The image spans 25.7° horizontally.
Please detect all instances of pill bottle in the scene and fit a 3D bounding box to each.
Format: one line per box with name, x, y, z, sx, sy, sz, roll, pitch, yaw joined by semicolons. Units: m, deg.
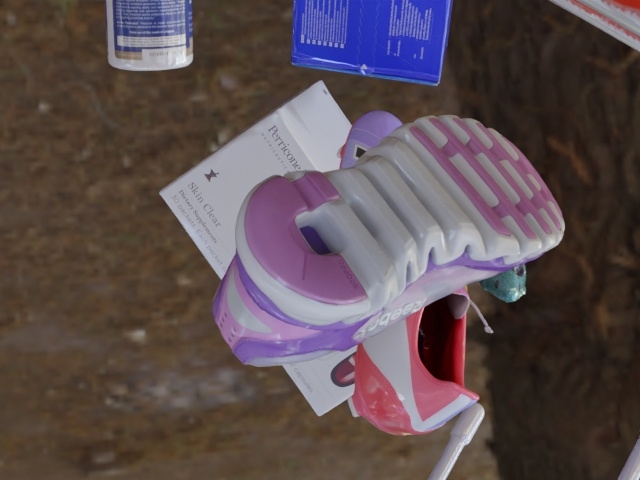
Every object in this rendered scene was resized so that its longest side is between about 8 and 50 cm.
pill bottle;-0.132;-0.194;1.071;0.067;0.120;0.067;0;-163;0

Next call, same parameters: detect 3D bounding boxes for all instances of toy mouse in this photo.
toy mouse;0.110;0.014;1.110;0.161;0.031;0.143;23;-154;34

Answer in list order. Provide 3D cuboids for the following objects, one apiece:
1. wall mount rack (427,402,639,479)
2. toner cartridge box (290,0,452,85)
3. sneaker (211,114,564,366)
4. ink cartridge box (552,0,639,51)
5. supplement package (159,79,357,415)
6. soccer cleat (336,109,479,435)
wall mount rack;0.082;0.202;0.982;0.304;0.131;0.350;-9;179;-37
toner cartridge box;0.060;-0.322;1.399;0.165;0.075;0.348;10;135;6
sneaker;0.032;0.006;0.743;0.236;0.095;0.104;-18;154;-43
ink cartridge box;0.170;-0.062;0.403;0.385;0.308;0.091;9;114;-55
supplement package;0.000;0.000;1.372;0.145;0.262;0.204;-34;-175;17
soccer cleat;0.065;0.015;0.985;0.083;0.248;0.095;22;148;-40
